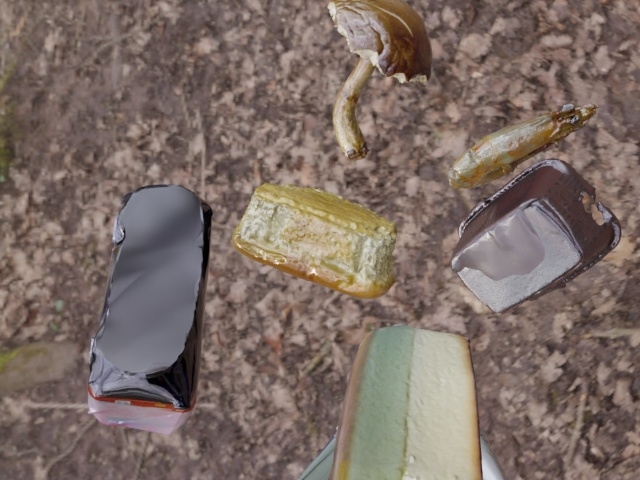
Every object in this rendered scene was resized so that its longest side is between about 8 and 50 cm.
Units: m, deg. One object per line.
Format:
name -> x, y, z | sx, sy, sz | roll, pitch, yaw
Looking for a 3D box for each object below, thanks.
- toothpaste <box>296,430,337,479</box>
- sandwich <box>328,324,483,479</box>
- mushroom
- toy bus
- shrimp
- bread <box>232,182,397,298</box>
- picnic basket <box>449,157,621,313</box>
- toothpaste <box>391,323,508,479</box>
toothpaste -> 0.017, 0.235, 0.870 | 0.047, 0.268, 0.069 | 23, 111, 14
sandwich -> 0.063, 0.171, 0.648 | 0.108, 0.186, 0.220 | 12, 83, 1
mushroom -> 0.076, -0.324, 1.593 | 0.233, 0.208, 0.302 | 35, 94, -2
toy bus -> -0.208, 0.082, 1.056 | 0.147, 0.127, 0.303 | 110, 163, -51
shrimp -> 0.367, -0.170, 1.540 | 0.294, 0.154, 0.062 | -25, 69, 17
bread -> 0.000, 0.000, 1.228 | 0.245, 0.174, 0.121 | 22, 110, 6
picnic basket -> 0.364, 0.014, 1.511 | 0.222, 0.129, 0.297 | 47, 136, 1
toothpaste -> 0.180, 0.247, 1.139 | 0.066, 0.100, 0.323 | -36, 55, 1
